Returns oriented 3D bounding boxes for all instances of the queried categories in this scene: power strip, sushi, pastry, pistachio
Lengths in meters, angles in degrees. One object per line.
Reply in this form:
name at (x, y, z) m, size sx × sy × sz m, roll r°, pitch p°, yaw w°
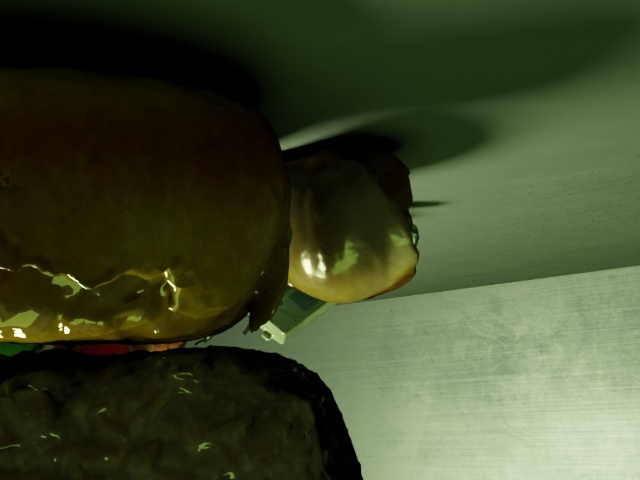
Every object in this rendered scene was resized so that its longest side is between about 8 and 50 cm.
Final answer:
power strip at (-0.010, 0.051, 0.956) m, size 0.227 × 0.080 × 0.029 m, roll -35°, pitch 155°, yaw -31°
sushi at (-0.146, 0.175, 0.555) m, size 0.350 × 0.210 × 0.171 m, roll -6°, pitch 169°, yaw -4°
pastry at (-0.177, -0.005, 0.514) m, size 0.356 × 0.163 × 0.356 m, roll -5°, pitch 175°, yaw 0°
pistachio at (0.010, -0.009, 0.701) m, size 0.165 × 0.130 × 0.210 m, roll 37°, pitch 145°, yaw -1°

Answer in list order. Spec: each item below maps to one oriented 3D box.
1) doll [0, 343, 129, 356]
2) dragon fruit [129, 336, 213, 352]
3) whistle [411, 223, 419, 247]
doll at (-0.294, 0.124, 0.797) m, size 0.363 × 0.182 × 0.160 m, roll 37°, pitch 147°, yaw -11°
dragon fruit at (-0.209, 0.085, 0.955) m, size 0.269 × 0.198 × 0.200 m, roll -5°, pitch -146°, yaw 18°
whistle at (0.000, 0.000, 0.908) m, size 0.236 × 0.077 × 0.114 m, roll -5°, pitch 132°, yaw -14°
